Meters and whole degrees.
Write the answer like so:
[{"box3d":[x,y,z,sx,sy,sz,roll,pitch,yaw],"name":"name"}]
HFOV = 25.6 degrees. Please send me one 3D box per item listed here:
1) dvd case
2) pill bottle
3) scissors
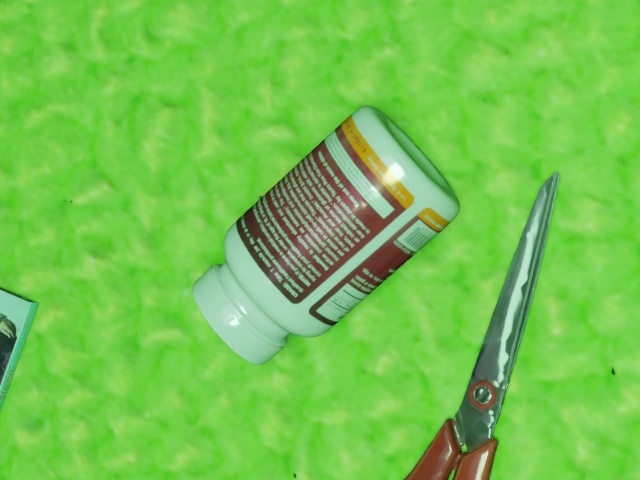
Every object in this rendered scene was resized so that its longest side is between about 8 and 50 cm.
[{"box3d":[-0.254,0.061,0.946,0.119,0.013,0.087,22,93,20],"name":"dvd case"},{"box3d":[0.000,0.000,0.824,0.152,0.086,0.086,-42,74,11],"name":"pill bottle"},{"box3d":[0.098,0.111,0.819,0.109,0.021,0.297,34,96,21],"name":"scissors"}]
